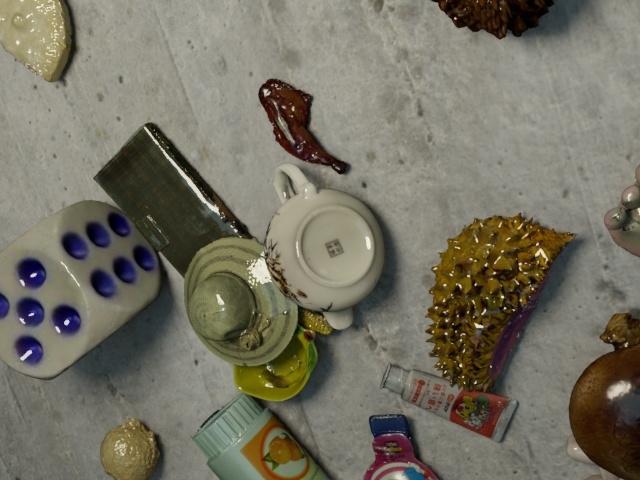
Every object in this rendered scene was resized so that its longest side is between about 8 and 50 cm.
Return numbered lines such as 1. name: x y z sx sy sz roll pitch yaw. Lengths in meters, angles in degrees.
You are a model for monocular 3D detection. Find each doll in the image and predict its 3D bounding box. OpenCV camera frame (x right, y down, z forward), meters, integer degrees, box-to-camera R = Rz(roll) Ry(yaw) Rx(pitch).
1. doll: 0.511 0.397 1.178 0.160 0.059 0.160 -13 99 22
2. doll: 0.516 -0.061 1.038 0.149 0.095 0.192 34 110 0

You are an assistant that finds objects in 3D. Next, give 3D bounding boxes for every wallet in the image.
1. wallet: -0.274 -0.056 1.321 0.169 0.044 0.317 -42 91 19

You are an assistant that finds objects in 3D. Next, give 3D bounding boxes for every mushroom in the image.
1. mushroom: 0.530 0.246 1.060 0.297 0.163 0.278 -26 93 1

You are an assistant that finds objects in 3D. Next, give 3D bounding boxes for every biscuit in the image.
1. biscuit: -0.570 -0.444 1.293 0.281 0.084 0.179 40 113 5

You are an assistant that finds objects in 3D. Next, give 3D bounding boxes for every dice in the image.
1. dice: -0.468 0.088 1.306 0.251 0.259 0.243 -35 93 22

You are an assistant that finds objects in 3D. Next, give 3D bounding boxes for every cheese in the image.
1. cheese: 0.148 0.440 1.304 0.155 0.062 0.244 -8 101 21

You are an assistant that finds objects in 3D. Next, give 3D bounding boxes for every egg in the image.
1. egg: -0.401 0.446 1.459 0.116 0.118 0.140 18 128 58

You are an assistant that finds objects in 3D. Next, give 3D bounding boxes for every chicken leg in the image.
1. chicken leg: -0.037 -0.192 1.209 0.093 0.053 0.205 -28 98 8

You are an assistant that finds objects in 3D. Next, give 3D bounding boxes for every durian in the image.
1. durian: 0.262 0.104 1.153 0.191 0.112 0.341 25 112 8

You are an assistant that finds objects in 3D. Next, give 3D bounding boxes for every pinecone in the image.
1. pinecone: 0.249 -0.397 0.983 0.222 0.221 0.221 4 105 17

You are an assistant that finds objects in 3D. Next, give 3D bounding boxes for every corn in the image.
1. corn: -0.057 0.107 1.280 0.203 0.072 0.072 29 111 8

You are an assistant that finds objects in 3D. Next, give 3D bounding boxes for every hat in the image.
1. hat: -0.171 0.119 1.226 0.252 0.110 0.251 6 103 26

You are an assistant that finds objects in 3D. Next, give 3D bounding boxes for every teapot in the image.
1. teapot: 0.000 0.000 1.192 0.209 0.166 0.299 -22 78 -8

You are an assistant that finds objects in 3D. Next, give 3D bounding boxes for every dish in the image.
1. dish: -0.074 0.215 1.307 0.208 0.080 0.148 -36 87 24

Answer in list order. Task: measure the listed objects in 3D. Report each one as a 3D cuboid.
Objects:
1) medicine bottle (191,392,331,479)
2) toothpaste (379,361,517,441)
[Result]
1. medicine bottle: -0.093 0.449 1.331 0.158 0.158 0.318 -42 89 22
2. toothpaste: 0.225 0.283 1.248 0.234 0.057 0.089 20 106 4
